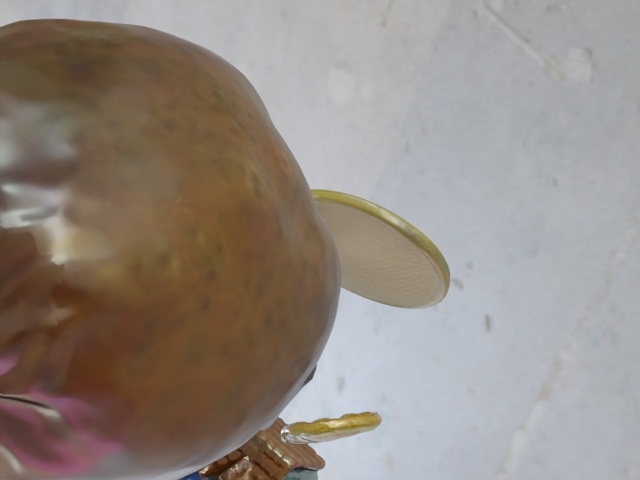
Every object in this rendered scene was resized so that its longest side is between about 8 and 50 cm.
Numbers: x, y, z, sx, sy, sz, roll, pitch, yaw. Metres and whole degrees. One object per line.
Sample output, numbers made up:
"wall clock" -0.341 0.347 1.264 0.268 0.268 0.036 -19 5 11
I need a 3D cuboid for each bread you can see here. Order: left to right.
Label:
"bread" 0.011 0.196 1.293 0.110 0.110 0.024 -22 74 53

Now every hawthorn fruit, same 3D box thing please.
"hawthorn fruit" -0.145 0.011 0.727 0.325 0.308 0.308 109 157 -86

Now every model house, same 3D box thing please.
"model house" -0.134 0.341 1.857 0.295 0.252 0.329 38 140 31

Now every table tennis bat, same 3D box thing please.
"table tennis bat" 0.000 0.000 1.408 0.321 0.198 0.050 15 62 30
